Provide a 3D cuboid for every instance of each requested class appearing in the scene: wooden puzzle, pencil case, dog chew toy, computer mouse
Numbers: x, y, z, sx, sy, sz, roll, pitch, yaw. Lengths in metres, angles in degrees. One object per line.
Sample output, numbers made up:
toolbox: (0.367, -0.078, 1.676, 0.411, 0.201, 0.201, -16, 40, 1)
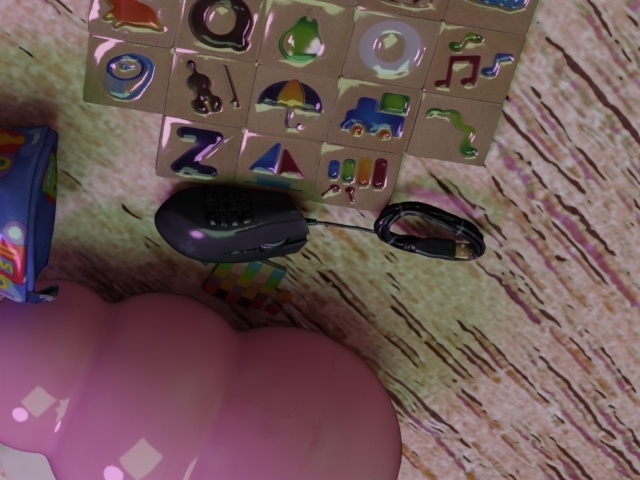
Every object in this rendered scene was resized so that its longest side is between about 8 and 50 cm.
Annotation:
wooden puzzle: (-0.058, 0.030, 1.136, 0.083, 0.006, 0.049, 22, 129, -17)
pencil case: (-0.325, -0.029, 1.016, 0.306, 0.119, 0.133, 5, 142, -4)
dog chew toy: (-0.111, 0.134, 1.112, 0.332, 0.206, 0.206, 24, 129, -8)
computer mouse: (0.000, 0.000, 1.076, 0.242, 0.041, 0.071, 3, 142, 0)

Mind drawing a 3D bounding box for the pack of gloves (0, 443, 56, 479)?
pack of gloves: (-0.185, 0.240, 1.303, 0.195, 0.046, 0.232, 0, 132, 0)

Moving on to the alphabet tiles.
alphabet tiles: (-0.004, -0.159, 0.963, 0.285, 0.011, 0.342, 9, 132, -6)
